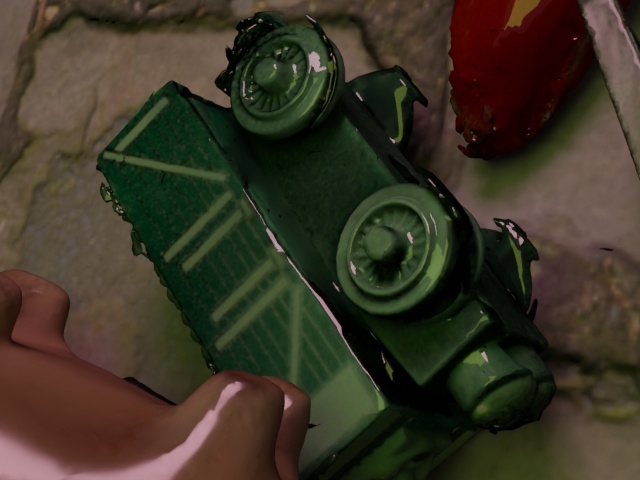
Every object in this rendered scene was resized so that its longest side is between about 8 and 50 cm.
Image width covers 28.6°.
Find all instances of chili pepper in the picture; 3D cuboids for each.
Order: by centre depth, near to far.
[{"bbox_3d":[0.159,-0.216,0.622,0.110,0.110,0.387,34,97,33],"label":"chili pepper"}]

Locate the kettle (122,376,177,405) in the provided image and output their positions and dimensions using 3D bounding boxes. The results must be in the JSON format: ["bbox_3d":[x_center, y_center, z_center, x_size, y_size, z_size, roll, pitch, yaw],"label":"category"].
[{"bbox_3d":[-0.211,0.147,0.646,0.251,0.207,0.271,10,71,38],"label":"kettle"}]

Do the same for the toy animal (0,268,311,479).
[{"bbox_3d":[-0.091,0.166,0.481,0.326,0.237,0.269,25,92,18],"label":"toy animal"}]

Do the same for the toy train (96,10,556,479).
[{"bbox_3d":[0.000,0.000,0.617,0.154,0.115,0.269,-44,58,16],"label":"toy train"}]

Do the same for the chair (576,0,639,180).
[{"bbox_3d":[0.216,0.016,0.490,0.147,0.136,0.270,-18,64,21],"label":"chair"}]
